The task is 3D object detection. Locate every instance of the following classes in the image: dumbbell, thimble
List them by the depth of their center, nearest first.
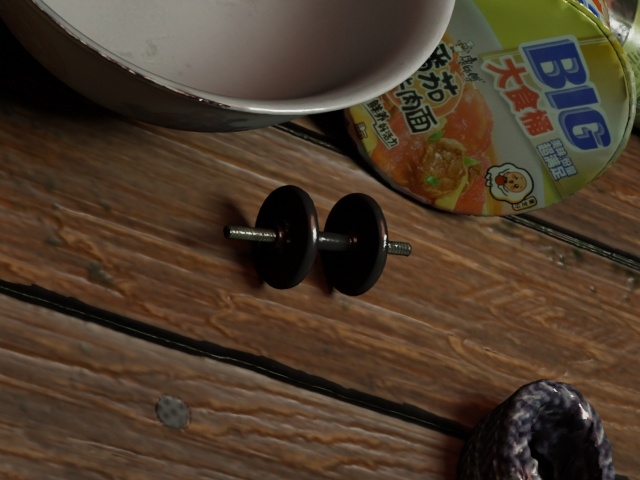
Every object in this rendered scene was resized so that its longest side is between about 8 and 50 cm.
[{"bbox_3d":[0.000,0.000,1.246,0.147,0.069,0.069,5,58,-35],"label":"dumbbell"},{"bbox_3d":[0.147,0.148,1.258,0.095,0.066,0.104,41,44,-3],"label":"thimble"}]

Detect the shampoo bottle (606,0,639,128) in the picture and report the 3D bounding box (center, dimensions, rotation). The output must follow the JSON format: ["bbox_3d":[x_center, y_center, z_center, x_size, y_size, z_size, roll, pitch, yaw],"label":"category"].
[{"bbox_3d":[0.237,-0.154,1.509,0.283,0.101,0.101,26,48,-20],"label":"shampoo bottle"}]

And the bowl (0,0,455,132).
[{"bbox_3d":[-0.096,-0.184,1.224,0.345,0.157,0.346,13,55,-20],"label":"bowl"}]

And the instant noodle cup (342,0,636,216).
[{"bbox_3d":[0.119,-0.141,1.351,0.205,0.205,0.153,31,37,-17],"label":"instant noodle cup"}]
